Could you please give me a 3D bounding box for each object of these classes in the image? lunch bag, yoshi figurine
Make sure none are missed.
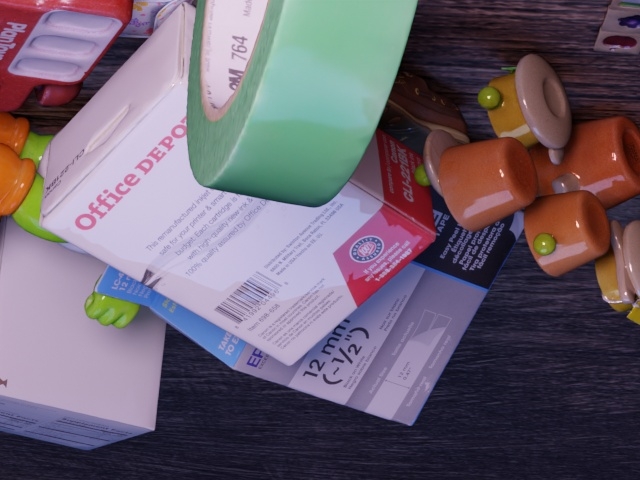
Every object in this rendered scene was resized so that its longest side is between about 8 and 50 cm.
[{"bbox_3d":[-0.142,-0.198,1.604,0.083,0.053,0.071,2,161,-11],"label":"lunch bag"},{"bbox_3d":[-0.190,0.001,1.936,0.362,0.203,0.203,16,164,-18],"label":"yoshi figurine"}]

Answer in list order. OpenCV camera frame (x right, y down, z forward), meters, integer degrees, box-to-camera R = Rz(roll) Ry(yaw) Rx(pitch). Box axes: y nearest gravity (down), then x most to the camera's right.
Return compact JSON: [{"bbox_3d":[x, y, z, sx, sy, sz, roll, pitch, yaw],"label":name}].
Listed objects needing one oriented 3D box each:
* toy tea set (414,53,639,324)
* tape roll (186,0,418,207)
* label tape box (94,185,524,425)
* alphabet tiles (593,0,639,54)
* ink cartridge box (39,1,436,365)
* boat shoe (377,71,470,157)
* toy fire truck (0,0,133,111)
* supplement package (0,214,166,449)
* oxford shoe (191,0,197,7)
[{"bbox_3d":[0.185,-0.045,1.731,0.124,0.200,0.336,-19,151,32],"label":"toy tea set"},{"bbox_3d":[-0.009,-0.183,1.210,0.077,0.321,0.321,10,160,-14],"label":"tape roll"},{"bbox_3d":[-0.002,0.012,1.851,0.348,0.249,0.115,20,-166,-39],"label":"label tape box"},{"bbox_3d":[0.354,-0.187,1.573,0.237,0.009,0.198,5,160,-1],"label":"alphabet tiles"},{"bbox_3d":[-0.070,-0.042,1.637,0.273,0.114,0.197,31,123,-28],"label":"ink cartridge box"},{"bbox_3d":[0.067,-0.120,1.751,0.064,0.060,0.178,-22,150,38],"label":"boat shoe"},{"bbox_3d":[-0.303,-0.161,1.579,0.254,0.169,0.302,9,161,-19],"label":"toy fire truck"},{"bbox_3d":[-0.281,0.067,2.060,0.204,0.262,0.145,17,158,-31],"label":"supplement package"},{"bbox_3d":[-0.032,-0.194,1.539,0.083,0.096,0.227,32,-178,3],"label":"oxford shoe"}]
